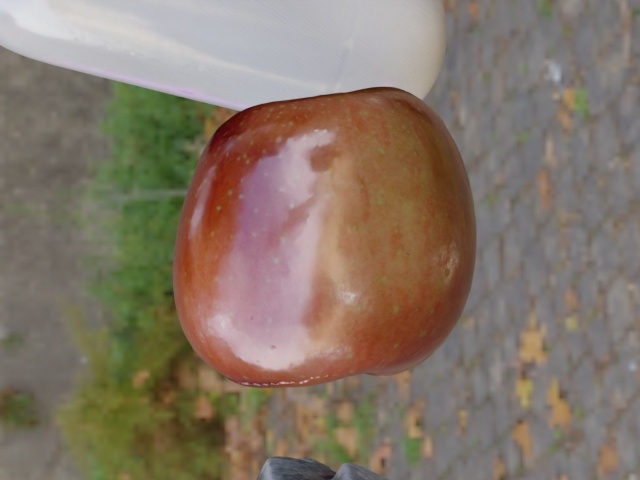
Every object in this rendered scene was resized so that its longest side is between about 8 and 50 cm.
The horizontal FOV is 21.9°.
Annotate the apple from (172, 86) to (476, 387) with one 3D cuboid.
[{"bbox_3d":[0.000,0.000,0.952,0.181,0.181,0.168,-164,67,-76],"label":"apple"}]

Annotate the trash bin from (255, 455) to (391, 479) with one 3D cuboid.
[{"bbox_3d":[0.000,0.208,0.580,0.239,0.161,0.184,-62,9,7],"label":"trash bin"}]

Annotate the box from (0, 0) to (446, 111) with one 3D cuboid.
[{"bbox_3d":[-0.085,-0.213,1.167,0.289,0.349,0.141,-98,26,-48],"label":"box"}]
